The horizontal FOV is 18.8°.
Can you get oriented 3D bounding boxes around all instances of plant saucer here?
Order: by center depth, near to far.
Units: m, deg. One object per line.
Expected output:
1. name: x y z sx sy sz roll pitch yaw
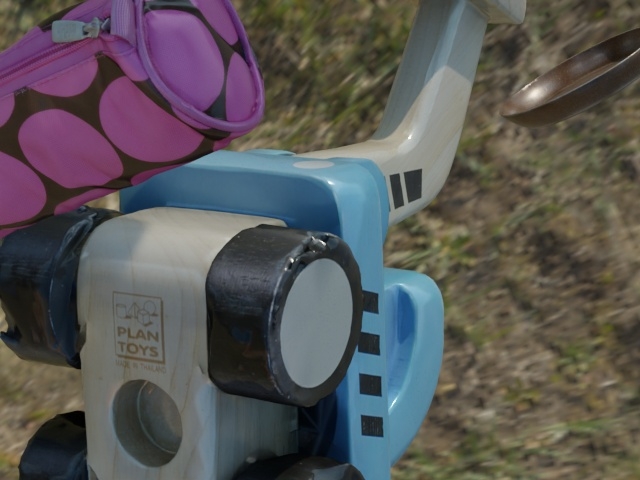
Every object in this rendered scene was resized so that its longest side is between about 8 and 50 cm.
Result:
1. plant saucer: 0.248 -0.149 1.817 0.168 0.168 0.029 -35 102 -20

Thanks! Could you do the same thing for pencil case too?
1. pencil case: -0.130 -0.061 0.916 0.098 0.209 0.095 7 66 -51

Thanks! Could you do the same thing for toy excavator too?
1. toy excavator: 0.000 0.000 1.337 0.445 0.222 0.433 -20 111 -55
